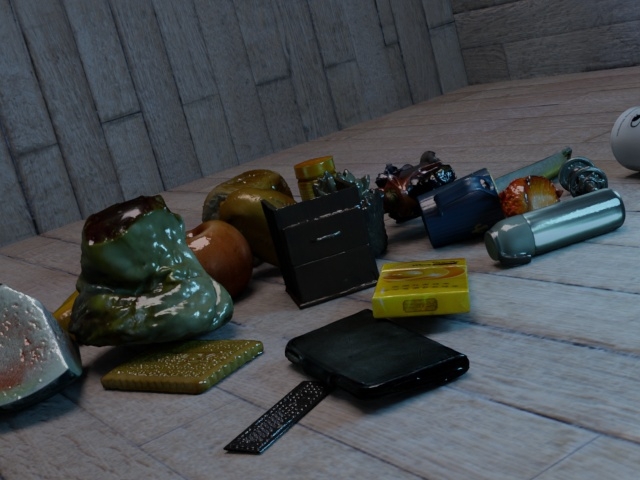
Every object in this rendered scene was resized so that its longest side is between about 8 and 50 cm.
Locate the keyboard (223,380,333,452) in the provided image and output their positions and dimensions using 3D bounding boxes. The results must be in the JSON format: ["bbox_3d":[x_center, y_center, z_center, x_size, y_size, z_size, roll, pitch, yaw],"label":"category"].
[{"bbox_3d":[-0.052,0.237,1.321,0.063,0.010,0.198,-4,17,34],"label":"keyboard"}]

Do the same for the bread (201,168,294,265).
[{"bbox_3d":[-0.182,-0.052,2.280,0.176,0.196,0.246,-3,17,30],"label":"bread"}]

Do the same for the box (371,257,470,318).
[{"bbox_3d":[0.168,0.076,1.601,0.152,0.044,0.269,-3,9,9],"label":"box"}]

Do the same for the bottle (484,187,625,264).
[{"bbox_3d":[0.422,-0.020,1.734,0.253,0.079,0.096,-16,51,-10],"label":"bottle"}]

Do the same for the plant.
[{"bbox_3d":[0.066,-0.056,2.009,0.132,0.195,0.129,-12,13,19],"label":"plant"}]

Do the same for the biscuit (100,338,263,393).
[{"bbox_3d":[-0.235,0.205,1.627,0.254,0.029,0.172,-5,17,38],"label":"biscuit"}]

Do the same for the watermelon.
[{"bbox_3d":[-0.525,0.183,1.639,0.319,0.214,0.289,-9,8,-44],"label":"watermelon"}]

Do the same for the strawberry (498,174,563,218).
[{"bbox_3d":[0.411,-0.063,1.882,0.082,0.121,0.188,-21,-8,34],"label":"strawberry"}]

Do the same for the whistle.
[{"bbox_3d":[0.474,-0.141,2.200,0.326,0.068,0.057,-25,50,-38],"label":"whistle"}]

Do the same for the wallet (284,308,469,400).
[{"bbox_3d":[0.068,0.167,1.405,0.172,0.045,0.318,-17,12,-20],"label":"wallet"}]

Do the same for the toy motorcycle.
[{"bbox_3d":[0.194,-0.114,2.175,0.207,0.134,0.401,-24,5,6],"label":"toy motorcycle"}]

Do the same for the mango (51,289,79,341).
[{"bbox_3d":[-0.444,0.128,2.019,0.316,0.119,0.176,-33,22,-28],"label":"mango"}]

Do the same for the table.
[{"bbox_3d":[0.000,0.000,1.851,0.169,0.193,0.172,-17,12,-9],"label":"table"}]

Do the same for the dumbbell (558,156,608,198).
[{"bbox_3d":[0.546,-0.126,2.022,0.081,0.082,0.254,-13,13,8],"label":"dumbbell"}]

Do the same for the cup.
[{"bbox_3d":[0.277,-0.068,1.934,0.155,0.131,0.176,-20,-25,5],"label":"cup"}]

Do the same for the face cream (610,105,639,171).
[{"bbox_3d":[0.746,-0.198,1.942,0.145,0.145,0.369,-18,12,-14],"label":"face cream"}]

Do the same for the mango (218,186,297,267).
[{"bbox_3d":[-0.099,-0.032,2.077,0.248,0.156,0.151,25,65,16],"label":"mango"}]

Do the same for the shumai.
[{"bbox_3d":[-0.317,0.050,1.767,0.309,0.264,0.304,-7,4,6],"label":"shumai"}]

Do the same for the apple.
[{"bbox_3d":[-0.238,0.047,1.997,0.201,0.162,0.201,-12,14,3],"label":"apple"}]

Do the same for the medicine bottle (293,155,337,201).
[{"bbox_3d":[0.007,-0.090,2.231,0.096,0.192,0.096,-14,12,3],"label":"medicine bottle"}]
